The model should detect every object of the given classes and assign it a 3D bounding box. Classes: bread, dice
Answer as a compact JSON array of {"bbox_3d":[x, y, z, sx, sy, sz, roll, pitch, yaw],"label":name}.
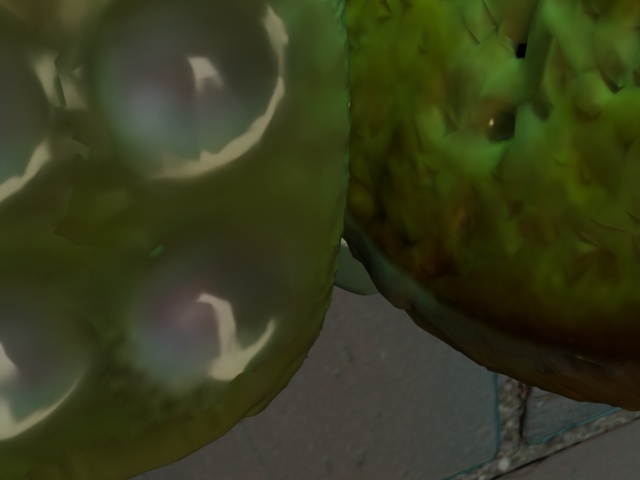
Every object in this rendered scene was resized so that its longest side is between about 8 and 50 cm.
[{"bbox_3d":[0.145,-0.112,0.407,0.215,0.398,0.398,2,120,-38],"label":"bread"},{"bbox_3d":[-0.136,-0.057,0.407,0.238,0.233,0.227,-12,125,-20],"label":"dice"}]

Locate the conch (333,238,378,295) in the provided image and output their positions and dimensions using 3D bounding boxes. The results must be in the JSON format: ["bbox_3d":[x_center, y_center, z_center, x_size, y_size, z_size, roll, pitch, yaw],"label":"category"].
[{"bbox_3d":[0.002,-0.007,0.627,0.180,0.088,0.065,22,66,-28],"label":"conch"}]
